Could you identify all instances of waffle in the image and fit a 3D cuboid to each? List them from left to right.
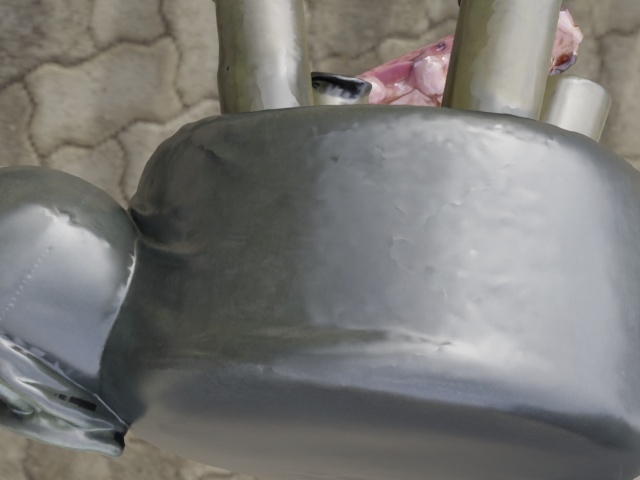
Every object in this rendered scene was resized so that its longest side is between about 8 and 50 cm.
[{"bbox_3d":[0.025,-0.066,0.851,0.221,0.234,0.055,-23,88,-20],"label":"waffle"}]

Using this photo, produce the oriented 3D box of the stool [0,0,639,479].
[{"bbox_3d":[0.002,-0.003,0.434,0.228,0.153,0.139,13,70,-24],"label":"stool"}]
